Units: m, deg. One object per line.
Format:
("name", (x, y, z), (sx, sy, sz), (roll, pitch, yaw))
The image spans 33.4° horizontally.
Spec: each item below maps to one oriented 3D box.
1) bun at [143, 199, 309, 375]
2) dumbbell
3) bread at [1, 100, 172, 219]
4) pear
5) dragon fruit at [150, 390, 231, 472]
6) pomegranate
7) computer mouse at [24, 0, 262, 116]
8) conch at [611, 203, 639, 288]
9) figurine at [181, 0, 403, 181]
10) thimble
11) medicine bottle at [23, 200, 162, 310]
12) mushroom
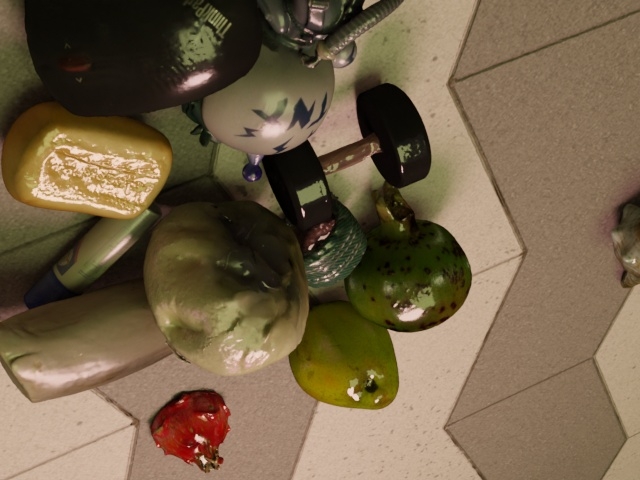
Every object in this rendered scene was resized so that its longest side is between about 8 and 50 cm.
("bun", (-0.115, 0.058, 1.512), (0.273, 0.273, 0.168), (9, 149, -40))
("dumbbell", (0.035, -0.122, 1.549), (0.218, 0.152, 0.152), (-23, 140, -12))
("bread", (-0.302, -0.107, 1.373), (0.217, 0.098, 0.147), (14, 121, -45))
("pear", (0.044, 0.206, 1.841), (0.187, 0.219, 0.187), (-17, 134, -18))
("dragon fruit", (-0.216, 0.350, 1.898), (0.153, 0.111, 0.153), (-22, 139, -20))
("pomegranate", (0.138, 0.034, 1.754), (0.211, 0.211, 0.263), (-19, 119, -17))
("computer mouse", (-0.203, -0.228, 1.214), (0.269, 0.100, 0.170), (-8, 117, 13))
("conch", (0.670, -0.002, 2.124), (0.203, 0.169, 0.386), (-6, 174, 1))
("figurine", (-0.047, -0.258, 1.332), (0.261, 0.186, 0.382), (9, 131, -28))
("thimble", (-0.001, 0.002, 1.677), (0.135, 0.118, 0.090), (-35, 142, 2))
("medicine bottle", (-0.325, 0.022, 1.521), (0.231, 0.059, 0.059), (-42, 140, 10))
("mushroom", (-0.296, 0.134, 1.547), (0.407, 0.137, 0.154), (-14, 138, -38))
